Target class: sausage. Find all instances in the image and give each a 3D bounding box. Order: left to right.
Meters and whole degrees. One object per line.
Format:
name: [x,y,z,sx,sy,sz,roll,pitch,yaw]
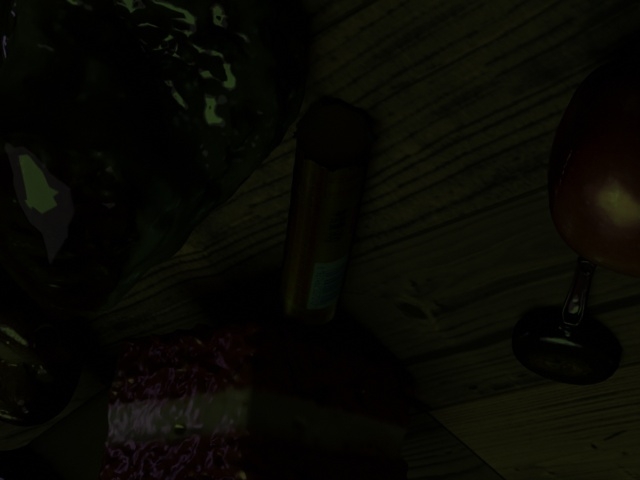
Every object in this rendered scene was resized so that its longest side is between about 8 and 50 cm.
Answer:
sausage: [0.000,0.000,1.591,0.082,0.082,0.371,22,148,8]

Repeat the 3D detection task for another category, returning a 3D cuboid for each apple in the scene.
apple: [0.266,-0.055,1.218,0.168,0.181,0.181,18,147,6]

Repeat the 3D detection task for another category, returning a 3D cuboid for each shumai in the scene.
shumai: [-0.209,-0.101,1.378,0.324,0.323,0.397,29,147,-5]

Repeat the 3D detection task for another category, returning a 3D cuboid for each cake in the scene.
cake: [-0.079,0.275,1.763,0.270,0.320,0.269,18,159,-41]

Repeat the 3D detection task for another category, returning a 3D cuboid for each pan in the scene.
pan: [0.255,0.089,1.560,0.114,0.040,0.212,15,147,9]

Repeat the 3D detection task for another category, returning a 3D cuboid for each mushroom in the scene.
mushroom: [-0.409,0.141,2.053,0.194,0.138,0.231,36,138,11]

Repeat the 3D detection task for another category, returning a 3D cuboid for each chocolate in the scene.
chocolate: [-0.230,0.314,2.015,0.326,0.297,0.314,47,167,-33]
